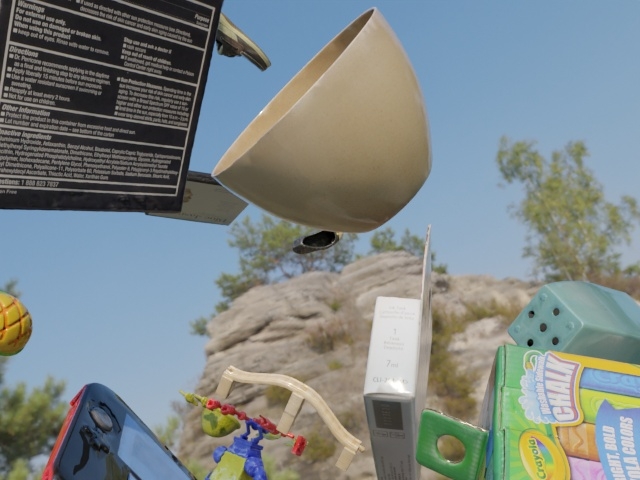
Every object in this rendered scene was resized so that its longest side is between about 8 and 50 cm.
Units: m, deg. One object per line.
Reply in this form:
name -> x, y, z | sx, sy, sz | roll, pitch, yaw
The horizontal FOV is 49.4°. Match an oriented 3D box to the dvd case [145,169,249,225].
dvd case -> -0.233, -0.079, 1.344 | 0.180, 0.022, 0.253 | 7, -16, -20

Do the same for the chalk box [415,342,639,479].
chalk box -> 0.237, 0.232, 0.675 | 0.289, 0.179, 0.180 | 7, -52, 9

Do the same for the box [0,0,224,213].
box -> -0.300, -0.197, 0.832 | 0.296, 0.183, 0.294 | -1, -71, -55

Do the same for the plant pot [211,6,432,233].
plant pot -> 0.028, -0.119, 0.874 | 0.284, 0.191, 0.284 | -42, 16, 14

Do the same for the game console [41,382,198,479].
game console -> -0.219, 0.384, 0.968 | 0.060, 0.386, 0.342 | -40, 13, -7

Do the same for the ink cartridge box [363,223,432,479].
ink cartridge box -> 0.106, 0.152, 0.887 | 0.060, 0.238, 0.275 | 2, -38, 11

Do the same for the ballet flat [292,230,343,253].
ballet flat -> 0.000, 0.000, 1.849 | 0.173, 0.057, 0.049 | -21, 2, -38

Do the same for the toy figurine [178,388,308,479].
toy figurine -> -0.224, 0.501, 1.601 | 0.363, 0.217, 0.191 | 3, -30, 44

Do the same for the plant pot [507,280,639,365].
plant pot -> 0.439, 0.170, 1.155 | 0.234, 0.165, 0.165 | 19, -65, -33

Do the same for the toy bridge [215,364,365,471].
toy bridge -> -0.031, 0.197, 0.813 | 0.063, 0.188, 0.026 | -68, -13, 22

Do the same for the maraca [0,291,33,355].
maraca -> -0.652, 0.157, 1.392 | 0.099, 0.127, 0.185 | -14, -40, 17

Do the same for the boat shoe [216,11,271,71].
boat shoe -> -0.211, -0.453, 1.580 | 0.223, 0.080, 0.073 | 38, -89, -30
